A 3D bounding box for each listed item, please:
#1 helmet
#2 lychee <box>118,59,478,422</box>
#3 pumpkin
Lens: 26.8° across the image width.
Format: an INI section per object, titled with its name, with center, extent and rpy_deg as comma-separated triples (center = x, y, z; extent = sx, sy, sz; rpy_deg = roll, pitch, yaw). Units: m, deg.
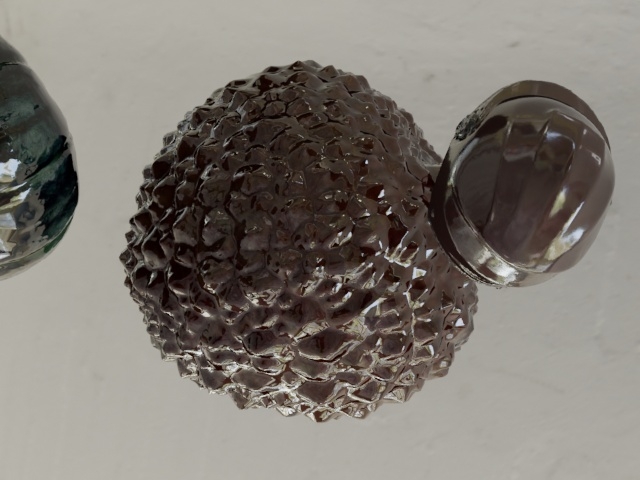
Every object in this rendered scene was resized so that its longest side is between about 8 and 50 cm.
[helmet]
center = 0.117, -0.030, 0.739
extent = 0.098, 0.070, 0.123
rpy_deg = 28, -89, -10
[lychee]
center = 0.000, 0.000, 0.966
extent = 0.300, 0.264, 0.264
rpy_deg = -20, -93, 22
[pumpkin]
center = -0.242, -0.063, 0.879
extent = 0.202, 0.140, 0.202
rpy_deg = 35, -36, 31
